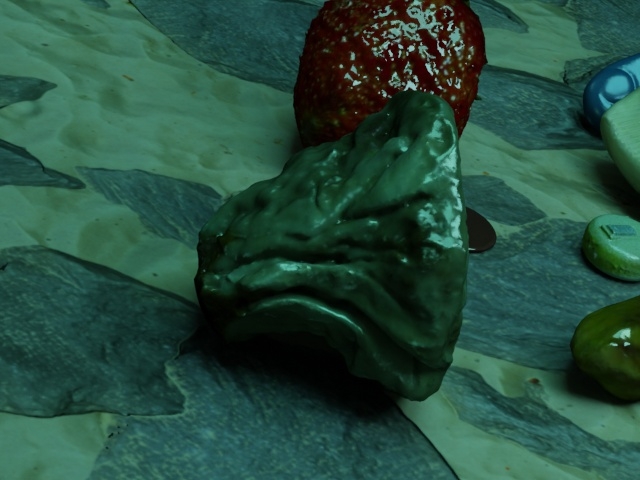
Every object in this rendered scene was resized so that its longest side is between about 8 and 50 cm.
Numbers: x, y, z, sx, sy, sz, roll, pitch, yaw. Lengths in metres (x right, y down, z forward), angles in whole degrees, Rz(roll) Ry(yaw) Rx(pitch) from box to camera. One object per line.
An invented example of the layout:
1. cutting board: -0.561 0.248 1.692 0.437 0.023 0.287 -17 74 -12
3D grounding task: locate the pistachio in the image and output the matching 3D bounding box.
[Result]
1. pistachio: 0.351 0.118 1.759 0.189 0.100 0.110 -24 28 -35

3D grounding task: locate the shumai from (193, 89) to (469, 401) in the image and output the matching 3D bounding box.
1. shumai: 0.000 0.000 1.602 0.263 0.304 0.309 -2 35 -10

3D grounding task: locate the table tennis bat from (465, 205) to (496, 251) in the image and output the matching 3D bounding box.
1. table tennis bat: 0.148 -0.030 1.948 0.154 0.019 0.098 26 34 7

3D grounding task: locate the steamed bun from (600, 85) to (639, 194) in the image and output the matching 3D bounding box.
1. steamed bun: 0.495 -0.108 2.111 0.170 0.153 0.239 -32 45 -2

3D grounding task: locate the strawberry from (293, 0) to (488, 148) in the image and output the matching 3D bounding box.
1. strawberry: 0.071 -0.200 1.960 0.257 0.257 0.277 30 45 19

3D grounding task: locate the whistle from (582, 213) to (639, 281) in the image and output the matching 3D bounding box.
1. whistle: 0.426 0.006 1.990 0.198 0.057 0.104 0 37 -24

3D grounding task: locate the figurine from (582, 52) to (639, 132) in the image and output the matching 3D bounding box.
1. figurine: 0.603 -0.206 2.250 0.416 0.298 0.243 22 67 11
